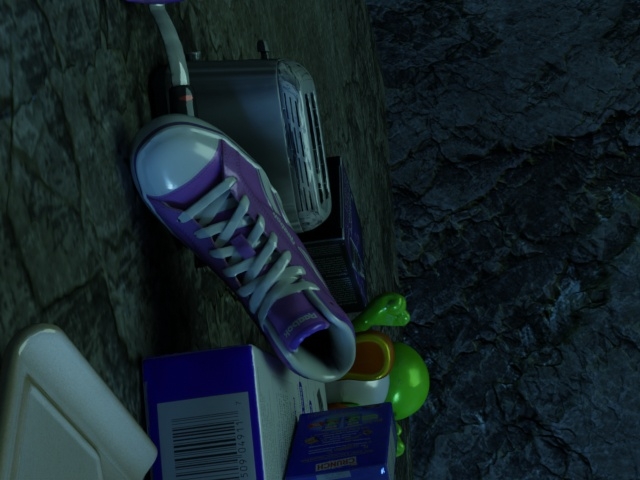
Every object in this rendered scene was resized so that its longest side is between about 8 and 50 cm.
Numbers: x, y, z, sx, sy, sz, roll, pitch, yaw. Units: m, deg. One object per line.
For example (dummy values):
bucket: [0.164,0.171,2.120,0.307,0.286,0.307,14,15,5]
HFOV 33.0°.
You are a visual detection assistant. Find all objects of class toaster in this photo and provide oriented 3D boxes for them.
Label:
toaster: [-0.074,-0.083,1.084,0.129,0.147,0.226,-45,128,-78]

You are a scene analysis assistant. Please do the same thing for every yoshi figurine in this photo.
yoshi figurine: [0.071,0.185,1.430,0.203,0.203,0.362,49,1,1]

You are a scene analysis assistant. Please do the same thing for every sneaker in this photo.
sneaker: [-0.053,0.014,0.952,0.282,0.102,0.161,51,-1,-32]

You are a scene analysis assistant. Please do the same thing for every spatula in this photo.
spatula: [-0.136,-0.164,0.992,0.084,0.030,0.296,-11,95,-37]

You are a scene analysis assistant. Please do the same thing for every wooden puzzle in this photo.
wooden puzzle: [-0.164,0.202,0.659,0.221,0.044,0.238,71,20,-55]

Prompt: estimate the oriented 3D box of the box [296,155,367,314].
box: [0.000,0.000,1.608,0.207,0.108,0.153,69,16,-55]

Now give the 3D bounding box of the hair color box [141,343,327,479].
hair color box: [-0.065,0.213,1.044,0.339,0.110,0.185,46,37,-73]

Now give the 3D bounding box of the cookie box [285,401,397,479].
cookie box: [0.021,0.194,0.972,0.107,0.092,0.040,-72,151,-67]
